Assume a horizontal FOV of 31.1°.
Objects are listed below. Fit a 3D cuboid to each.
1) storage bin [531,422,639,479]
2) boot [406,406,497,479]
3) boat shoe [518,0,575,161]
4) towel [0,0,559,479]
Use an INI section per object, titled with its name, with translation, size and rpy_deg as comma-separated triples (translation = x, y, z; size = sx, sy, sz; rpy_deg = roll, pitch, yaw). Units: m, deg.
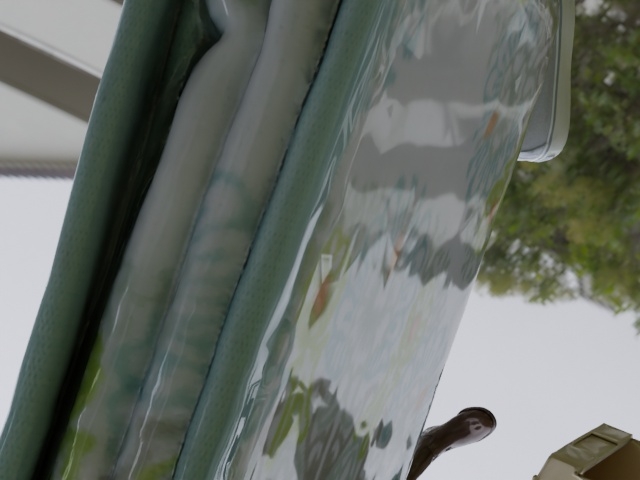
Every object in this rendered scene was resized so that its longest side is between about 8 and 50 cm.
[storage bin]
translation = 0.374, 0.415, 1.623
size = 0.123, 0.260, 0.262
rpy_deg = 20, -168, 29
[boot]
translation = 0.110, 0.212, 1.137
size = 0.114, 0.106, 0.037
rpy_deg = -30, -93, -48
[boat shoe]
translation = 0.186, -0.187, 1.084
size = 0.081, 0.079, 0.227
rpy_deg = -4, -87, -29
[towel]
translation = 0.000, 0.000, 0.502
size = 0.090, 0.374, 0.320
rpy_deg = 19, 179, 18
